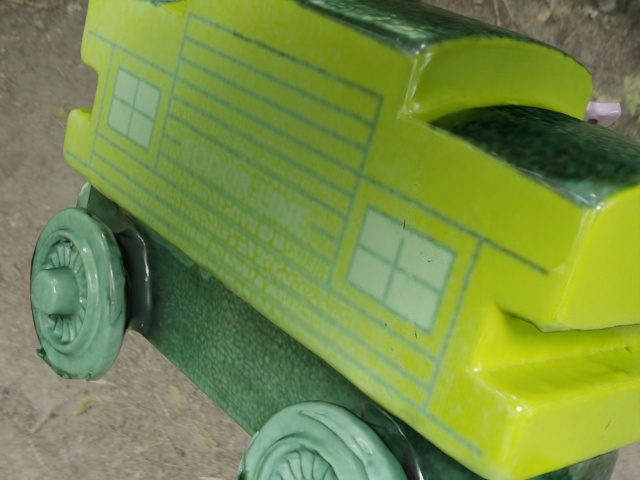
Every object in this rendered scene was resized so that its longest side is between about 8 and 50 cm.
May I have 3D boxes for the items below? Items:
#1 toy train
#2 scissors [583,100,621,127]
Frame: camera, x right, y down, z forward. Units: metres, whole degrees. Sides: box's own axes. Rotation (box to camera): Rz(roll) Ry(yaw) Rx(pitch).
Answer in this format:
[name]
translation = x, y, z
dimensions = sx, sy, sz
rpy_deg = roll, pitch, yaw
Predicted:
[toy train]
translation = 0.000, 0.000, 0.513
dimensions = 0.442, 0.179, 0.272
rpy_deg = 32, 113, 42
[scissors]
translation = 0.109, -0.064, 0.708
dimensions = 0.212, 0.110, 0.021
rpy_deg = -9, 73, 9
